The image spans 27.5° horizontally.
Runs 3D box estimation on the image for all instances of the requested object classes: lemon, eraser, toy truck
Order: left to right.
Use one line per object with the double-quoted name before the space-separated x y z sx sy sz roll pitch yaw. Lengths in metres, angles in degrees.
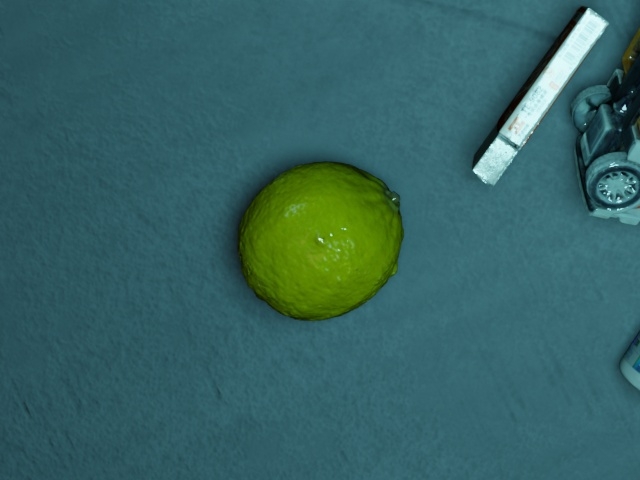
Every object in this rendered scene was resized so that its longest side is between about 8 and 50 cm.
"lemon" 0.000 0.000 1.624 0.231 0.192 0.192 -35 91 20
"eraser" 0.261 -0.176 1.567 0.038 0.157 0.230 35 103 0
"toy truck" 0.441 -0.185 1.453 0.207 0.173 0.387 16 130 -11

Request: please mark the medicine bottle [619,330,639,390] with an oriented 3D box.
"medicine bottle" 0.458 0.107 1.600 0.107 0.107 0.191 31 103 4
